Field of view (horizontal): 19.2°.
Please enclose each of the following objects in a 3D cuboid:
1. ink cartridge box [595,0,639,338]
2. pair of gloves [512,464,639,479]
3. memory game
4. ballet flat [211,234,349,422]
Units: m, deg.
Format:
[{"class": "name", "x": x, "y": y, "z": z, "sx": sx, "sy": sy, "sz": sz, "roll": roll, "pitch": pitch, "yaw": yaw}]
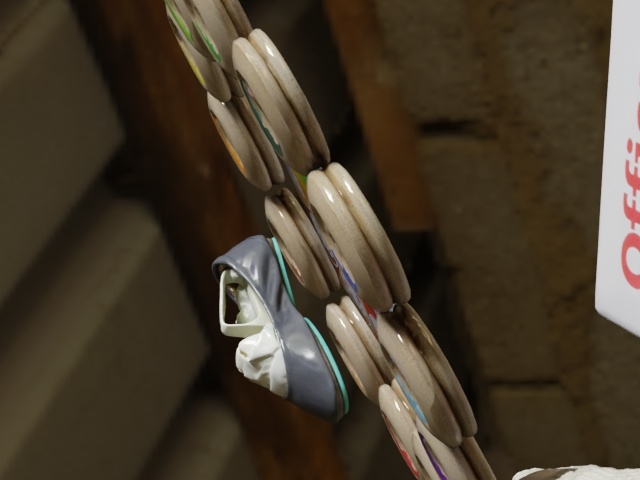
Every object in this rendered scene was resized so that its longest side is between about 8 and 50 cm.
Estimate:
[{"class": "ink cartridge box", "x": 0.200, "y": -0.034, "z": 0.528, "sx": 0.117, "sy": 0.283, "sz": 0.207, "roll": -7, "pitch": -72, "yaw": -24}, {"class": "pair of gloves", "x": 0.085, "y": 0.192, "z": 1.186, "sx": 0.240, "sy": 0.204, "sz": 0.042, "roll": -23, "pitch": -93, "yaw": -19}, {"class": "memory game", "x": 0.000, "y": 0.000, "z": 0.507, "sx": 0.186, "sy": 0.012, "sz": 0.186, "roll": 60, "pitch": 175, "yaw": 10}, {"class": "ballet flat", "x": -0.041, "y": 0.075, "z": 1.499, "sx": 0.074, "sy": 0.074, "sz": 0.203, "roll": 58, "pitch": -176, "yaw": -46}]
